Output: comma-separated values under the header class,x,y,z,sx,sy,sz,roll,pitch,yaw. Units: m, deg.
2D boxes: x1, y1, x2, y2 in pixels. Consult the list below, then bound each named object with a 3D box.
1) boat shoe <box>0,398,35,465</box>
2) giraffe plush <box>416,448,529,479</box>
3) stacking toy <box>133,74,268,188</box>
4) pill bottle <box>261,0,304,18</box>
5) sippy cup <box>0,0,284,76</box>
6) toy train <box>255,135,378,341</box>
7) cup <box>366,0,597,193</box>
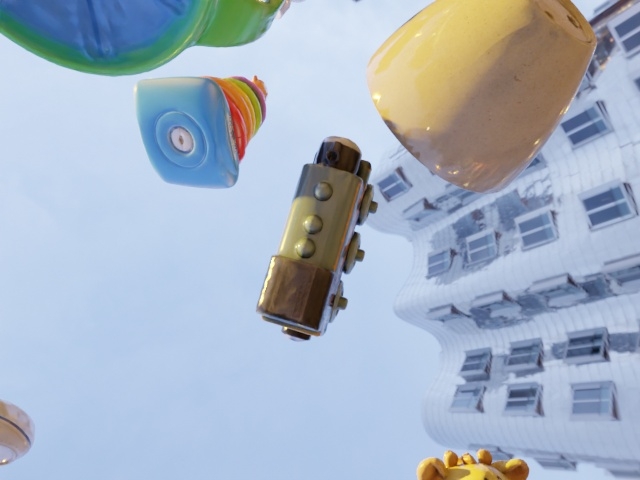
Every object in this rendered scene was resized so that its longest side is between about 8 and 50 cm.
class,x,y,z,sx,sy,sz,roll,pitch,yaw
boat shoe,-0.397,0.196,0.461,0.096,0.268,0.088,-25,-129,-3
giraffe plush,0.180,0.327,0.509,0.181,0.210,0.171,11,-94,-42
stacking toy,-0.160,-0.225,0.824,0.302,0.165,0.175,-57,-33,-53
pill bottle,-0.038,-0.501,0.824,0.117,0.117,0.208,38,-92,-18
sippy cup,-0.184,-0.306,0.411,0.306,0.239,0.224,59,-155,-43
toy train,0.000,0.000,0.754,0.142,0.190,0.334,17,-98,10
cup,0.272,-0.276,0.743,0.330,0.237,0.332,16,-127,-23
